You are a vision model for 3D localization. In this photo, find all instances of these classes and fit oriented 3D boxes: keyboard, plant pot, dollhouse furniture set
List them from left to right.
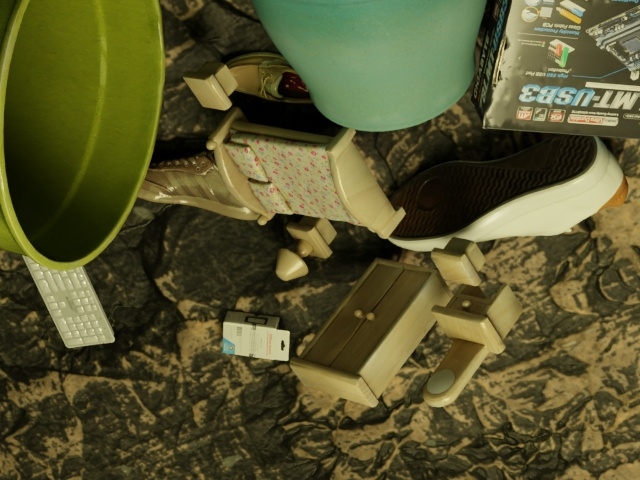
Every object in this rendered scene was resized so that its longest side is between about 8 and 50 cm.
[{"bbox_3d":[-0.405,-0.175,1.872,0.352,0.366,0.367,9,124,18],"label":"plant pot"},{"bbox_3d":[-0.332,0.026,2.157,0.072,0.014,0.256,-12,118,17],"label":"keyboard"},{"bbox_3d":[0.000,0.000,1.881,0.303,0.174,0.355,12,145,46],"label":"dollhouse furniture set"},{"bbox_3d":[0.052,-0.259,1.770,0.271,0.272,0.255,-2,135,12],"label":"plant pot"}]

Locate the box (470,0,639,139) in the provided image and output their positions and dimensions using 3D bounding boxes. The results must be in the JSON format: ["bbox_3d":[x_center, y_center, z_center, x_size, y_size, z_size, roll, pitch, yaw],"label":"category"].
[{"bbox_3d":[0.327,-0.244,1.785,0.295,0.073,0.293,3,124,-10],"label":"box"}]

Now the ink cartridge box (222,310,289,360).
[{"bbox_3d":[-0.078,0.118,2.157,0.083,0.028,0.048,8,123,6],"label":"ink cartridge box"}]

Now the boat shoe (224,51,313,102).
[{"bbox_3d":[-0.047,-0.180,1.954,0.135,0.045,0.050,2,122,9],"label":"boat shoe"}]

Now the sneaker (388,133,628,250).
[{"bbox_3d":[0.211,-0.032,1.965,0.290,0.106,0.123,-14,146,32],"label":"sneaker"}]

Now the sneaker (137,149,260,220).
[{"bbox_3d":[-0.152,-0.079,2.038,0.188,0.066,0.071,12,107,-3],"label":"sneaker"}]
